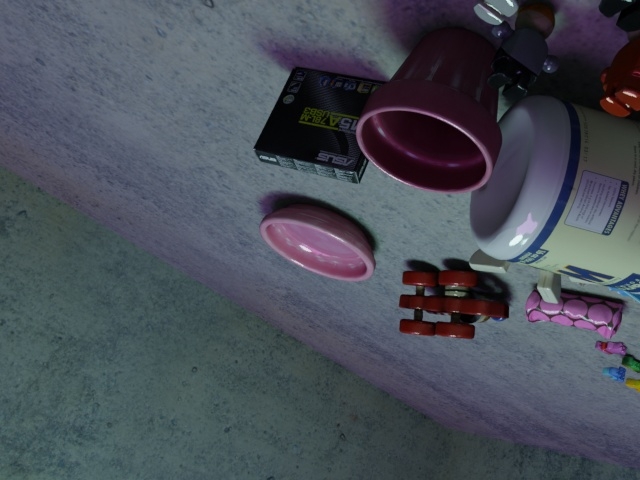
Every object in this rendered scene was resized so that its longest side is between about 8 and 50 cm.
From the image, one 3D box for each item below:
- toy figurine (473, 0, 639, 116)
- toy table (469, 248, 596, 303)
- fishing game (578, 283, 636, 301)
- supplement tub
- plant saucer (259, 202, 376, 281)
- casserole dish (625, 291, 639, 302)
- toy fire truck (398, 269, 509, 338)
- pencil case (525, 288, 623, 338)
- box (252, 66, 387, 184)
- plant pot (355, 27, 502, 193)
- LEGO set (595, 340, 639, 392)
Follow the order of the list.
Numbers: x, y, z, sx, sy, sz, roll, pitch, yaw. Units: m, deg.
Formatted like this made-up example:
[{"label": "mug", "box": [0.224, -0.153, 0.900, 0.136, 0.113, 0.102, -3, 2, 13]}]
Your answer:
[{"label": "toy figurine", "box": [0.289, -0.260, 0.686, 0.210, 0.148, 0.213, 16, 161, 33]}, {"label": "toy table", "box": [0.410, -0.009, 1.126, 0.252, 0.160, 0.274, -1, 149, 48]}, {"label": "fishing game", "box": [0.676, 0.094, 1.262, 0.264, 0.041, 0.189, 13, 156, 18]}, {"label": "supplement tub", "box": [0.405, -0.055, 0.875, 0.325, 0.235, 0.235, 14, 160, -6]}, {"label": "plant saucer", "box": [0.000, 0.000, 1.670, 0.332, 0.084, 0.332, 21, 159, 8]}, {"label": "casserole dish", "box": [0.633, 0.068, 1.185, 0.188, 0.037, 0.114, 36, 144, 4]}, {"label": "toy fire truck", "box": [0.367, 0.174, 1.648, 0.254, 0.169, 0.302, 9, 172, -39]}, {"label": "pencil case", "box": [0.601, 0.175, 1.465, 0.210, 0.095, 0.098, 11, 121, 33]}, {"label": "box", "box": [0.008, -0.199, 1.046, 0.191, 0.184, 0.045, 16, 157, 20]}, {"label": "plant pot", "box": [0.173, -0.195, 0.891, 0.202, 0.180, 0.201, 20, 159, 8]}, {"label": "LEGO set", "box": [0.846, 0.350, 1.633, 0.227, 0.087, 0.093, 26, 159, -11]}]
